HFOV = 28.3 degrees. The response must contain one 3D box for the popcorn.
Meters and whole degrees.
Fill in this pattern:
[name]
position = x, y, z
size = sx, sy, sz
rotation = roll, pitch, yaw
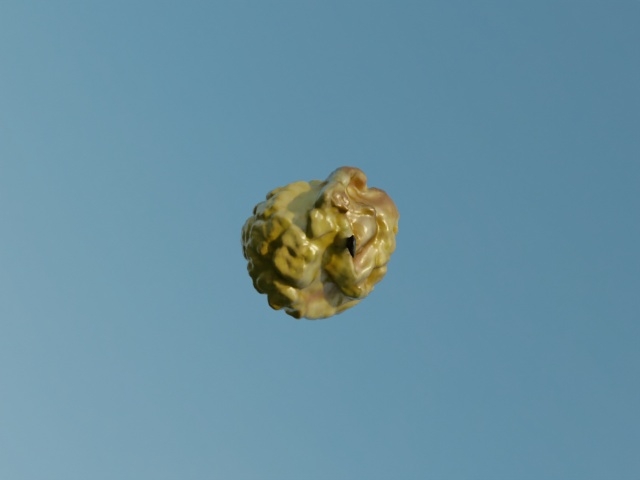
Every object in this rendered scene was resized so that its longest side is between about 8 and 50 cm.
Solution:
[popcorn]
position = 0.000, 0.000, 1.343
size = 0.170, 0.180, 0.180
rotation = 16, -54, 46
